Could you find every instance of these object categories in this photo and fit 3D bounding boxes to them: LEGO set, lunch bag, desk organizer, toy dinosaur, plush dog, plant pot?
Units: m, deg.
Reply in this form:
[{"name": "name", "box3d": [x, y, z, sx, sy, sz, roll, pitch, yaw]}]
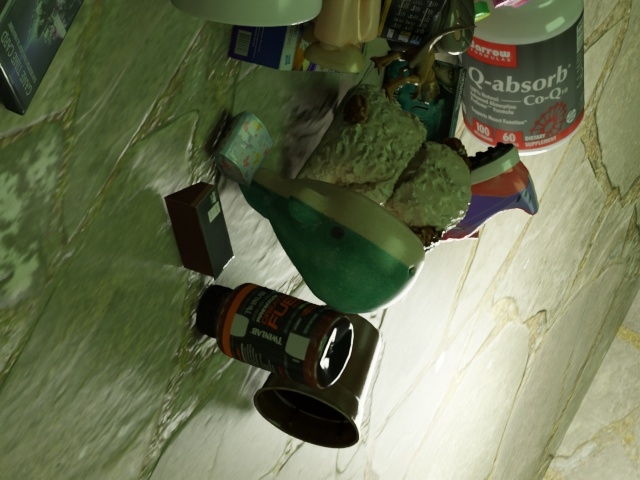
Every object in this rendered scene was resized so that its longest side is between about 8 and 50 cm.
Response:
[{"name": "LEGO set", "box3d": [0.204, -0.366, 2.197, 0.093, 0.227, 0.087, -7, 77, -52]}, {"name": "lunch bag", "box3d": [-0.102, -0.120, 1.852, 0.071, 0.053, 0.083, -62, 162, -15]}, {"name": "desk organizer", "box3d": [-0.151, -0.016, 1.820, 0.047, 0.050, 0.130, -53, 148, -35]}, {"name": "toy dinosaur", "box3d": [0.130, -0.241, 1.930, 0.112, 0.064, 0.211, -24, 166, -9]}, {"name": "plush dog", "box3d": [0.109, -0.101, 2.019, 0.262, 0.225, 0.210, -60, -174, -27]}, {"name": "plant pot", "box3d": [0.008, 0.196, 2.162, 0.167, 0.167, 0.165, 71, 37, -51]}]

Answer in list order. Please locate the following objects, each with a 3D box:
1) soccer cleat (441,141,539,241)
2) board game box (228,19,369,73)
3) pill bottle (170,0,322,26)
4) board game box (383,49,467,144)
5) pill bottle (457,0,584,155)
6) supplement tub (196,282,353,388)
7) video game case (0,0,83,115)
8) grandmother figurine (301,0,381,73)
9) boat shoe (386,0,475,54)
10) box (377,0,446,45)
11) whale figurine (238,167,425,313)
[{"name": "soccer cleat", "box3d": [0.173, -0.033, 2.180, 0.116, 0.318, 0.108, 60, 25, -9]}, {"name": "board game box", "box3d": [0.007, -0.393, 1.863, 0.233, 0.078, 0.347, -10, 115, -62]}, {"name": "pill bottle", "box3d": [-0.068, -0.425, 1.548, 0.204, 0.204, 0.361, -33, 134, -53]}, {"name": "board game box", "box3d": [0.148, -0.187, 2.222, 0.026, 0.126, 0.186, -23, 126, -58]}, {"name": "pill bottle", "box3d": [0.326, -0.334, 2.387, 0.210, 0.210, 0.363, -53, 148, -34]}, {"name": "supplement tub", "box3d": [-0.064, 0.118, 1.908, 0.106, 0.197, 0.106, -43, 142, -47]}, {"name": "video game case", "box3d": [-0.250, -0.273, 1.409, 0.196, 0.026, 0.274, 98, 17, -76]}, {"name": "grandmother figurine", "box3d": [0.045, -0.382, 1.693, 0.208, 0.104, 0.342, -111, -152, -55]}, {"name": "boat shoe", "box3d": [0.155, -0.408, 2.101, 0.132, 0.130, 0.355, 66, 27, -44]}, {"name": "box", "box3d": [0.136, -0.402, 1.821, 0.322, 0.079, 0.257, 116, -13, -87]}, {"name": "whale figurine", "box3d": [0.000, 0.000, 1.886, 0.141, 0.272, 0.216, -61, 152, -5]}]
